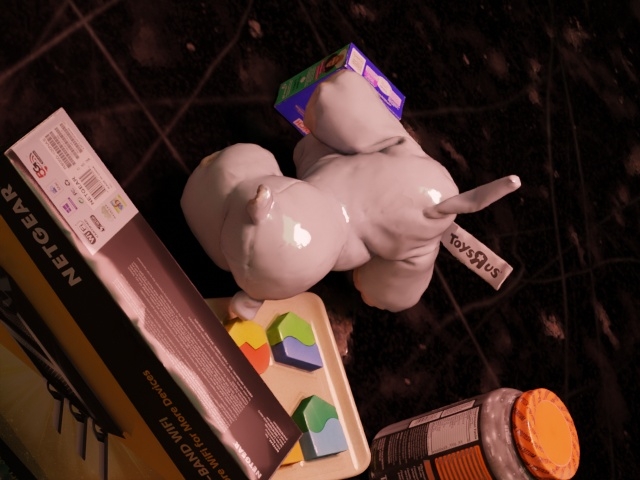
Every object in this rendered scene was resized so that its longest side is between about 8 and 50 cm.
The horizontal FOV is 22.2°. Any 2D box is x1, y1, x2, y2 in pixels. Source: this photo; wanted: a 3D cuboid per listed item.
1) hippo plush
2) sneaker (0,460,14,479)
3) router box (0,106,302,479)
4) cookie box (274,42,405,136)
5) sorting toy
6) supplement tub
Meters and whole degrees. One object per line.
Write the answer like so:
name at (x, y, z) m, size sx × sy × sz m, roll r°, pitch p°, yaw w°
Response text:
hippo plush at (0.000, 0.000, 1.572) m, size 0.236 × 0.234 × 0.294 m, roll -23°, pitch 44°, yaw -28°
sneaker at (-0.250, 0.254, 1.185) m, size 0.100 × 0.108 × 0.271 m, roll -13°, pitch 55°, yaw -41°
router box at (-0.198, 0.085, 1.239) m, size 0.309 × 0.243 × 0.081 m, roll 54°, pitch 38°, yaw -11°
cookie box at (0.020, -0.148, 1.741) m, size 0.092 × 0.107 × 0.040 m, roll 43°, pitch 41°, yaw -26°
sorting toy at (-0.042, 0.142, 1.556) m, size 0.208 × 0.038 × 0.193 m, roll -4°, pitch 72°, yaw -50°
supplement tub at (0.151, 0.215, 1.610) m, size 0.117 × 0.190 × 0.117 m, roll 31°, pitch 48°, yaw -42°
